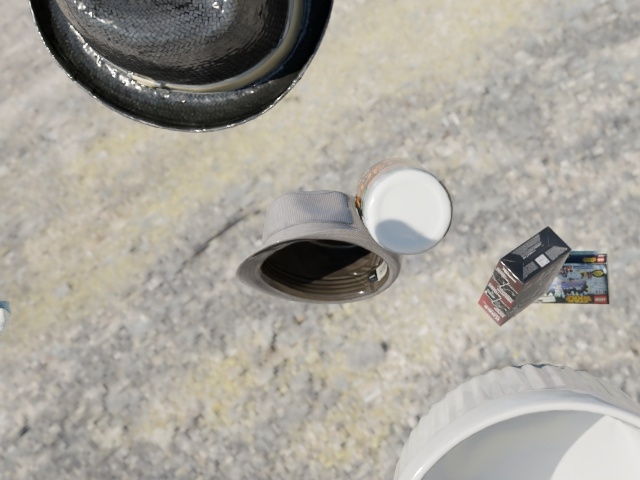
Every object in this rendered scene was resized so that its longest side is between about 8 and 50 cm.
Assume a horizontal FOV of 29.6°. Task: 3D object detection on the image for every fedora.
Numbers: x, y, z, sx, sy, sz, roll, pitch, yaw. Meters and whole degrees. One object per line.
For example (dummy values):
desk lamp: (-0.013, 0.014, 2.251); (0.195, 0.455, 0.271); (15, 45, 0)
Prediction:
fedora: (0.000, 0.000, 1.911); (0.243, 0.275, 0.124); (-37, 48, 45)
fedora: (-0.157, -0.261, 1.157); (0.334, 0.334, 0.152); (-26, -3, 13)

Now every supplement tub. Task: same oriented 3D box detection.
supplement tub: (0.108, -0.050, 1.638); (0.117, 0.117, 0.190); (-32, 10, 1)

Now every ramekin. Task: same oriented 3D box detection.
ramekin: (0.138, 0.176, 0.765); (0.207, 0.207, 0.109); (-29, 13, 7)

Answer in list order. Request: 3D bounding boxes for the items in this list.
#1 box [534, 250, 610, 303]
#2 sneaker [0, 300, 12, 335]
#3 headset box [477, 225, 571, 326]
box: (0.352, 0.054, 1.766); (0.137, 0.094, 0.027); (-1, 49, 17)
sneaker: (-0.345, 0.033, 1.120); (0.061, 0.152, 0.054); (-41, 6, 19)
headset box: (0.176, 0.034, 1.054); (0.062, 0.083, 0.032); (-32, 69, -25)
